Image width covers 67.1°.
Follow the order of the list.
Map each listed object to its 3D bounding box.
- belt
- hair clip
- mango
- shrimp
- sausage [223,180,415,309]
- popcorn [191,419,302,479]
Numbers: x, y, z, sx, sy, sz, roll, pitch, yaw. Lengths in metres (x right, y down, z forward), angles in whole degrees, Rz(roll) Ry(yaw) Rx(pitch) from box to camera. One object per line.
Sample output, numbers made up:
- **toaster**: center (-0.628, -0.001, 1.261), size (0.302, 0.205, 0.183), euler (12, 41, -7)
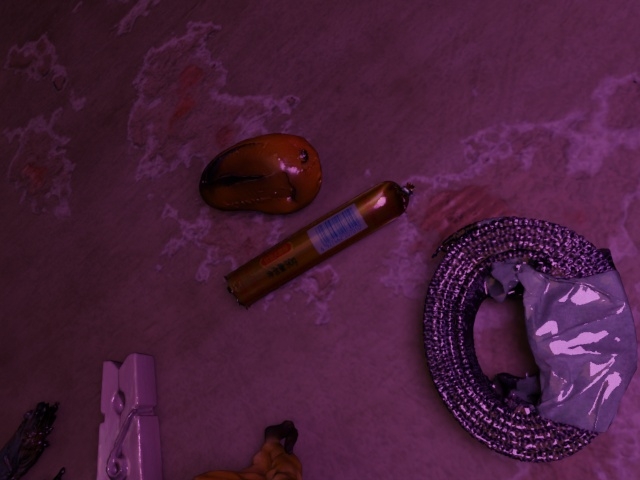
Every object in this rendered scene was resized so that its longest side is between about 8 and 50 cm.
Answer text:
- **belt**: center (0.277, 0.129, 0.664), size (0.260, 0.122, 0.324), euler (-5, 74, 26)
- **hair clip**: center (-0.348, 0.376, 0.876), size (0.101, 0.085, 0.330), euler (-17, 68, 16)
- **mango**: center (-0.109, -0.111, 0.886), size (0.249, 0.151, 0.155), euler (-16, 110, 26)
- **shrimp**: center (-0.585, 0.470, 0.962), size (0.178, 0.075, 0.289), euler (35, 89, 19)
- **sausage**: center (0.000, 0.000, 0.842), size (0.372, 0.082, 0.082), euler (-31, 65, 11)
- **popcorn**: center (-0.070, 0.426, 0.648), size (0.349, 0.349, 0.381), euler (-16, 44, 18)
